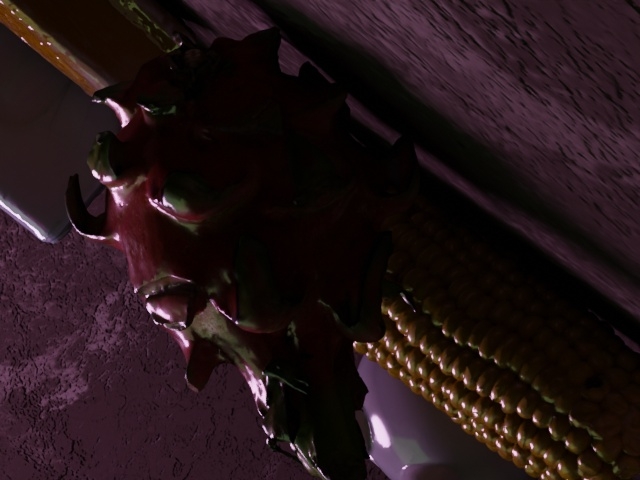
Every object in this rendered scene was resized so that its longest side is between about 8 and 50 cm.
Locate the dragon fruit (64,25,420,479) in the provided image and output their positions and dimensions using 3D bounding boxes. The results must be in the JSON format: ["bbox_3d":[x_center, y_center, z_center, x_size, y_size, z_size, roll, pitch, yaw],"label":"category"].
[{"bbox_3d":[-0.017,0.012,0.757,0.236,0.137,0.135,55,151,4],"label":"dragon fruit"}]

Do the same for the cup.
[{"bbox_3d":[0.079,0.084,1.000,0.134,0.142,0.173,38,177,44],"label":"cup"}]

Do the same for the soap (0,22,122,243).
[{"bbox_3d":[-0.245,-0.151,1.142,0.289,0.173,0.095,40,177,-5],"label":"soap"}]

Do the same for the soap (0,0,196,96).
[{"bbox_3d":[-0.192,-0.179,0.996,0.232,0.073,0.140,41,173,-25],"label":"soap"}]

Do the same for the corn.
[{"bbox_3d":[0.060,0.029,0.860,0.293,0.106,0.106,34,176,30],"label":"corn"}]
